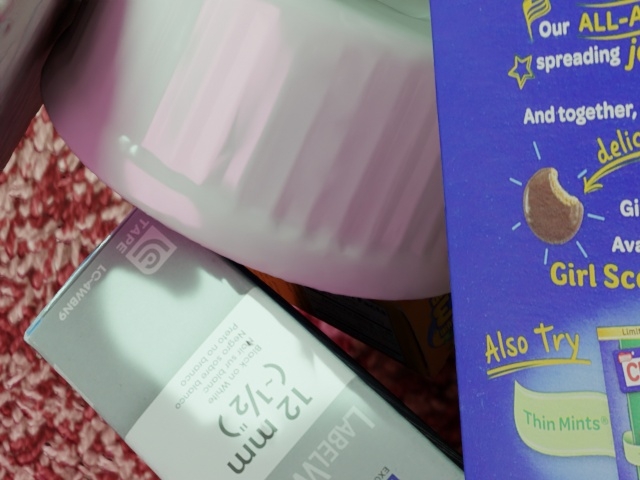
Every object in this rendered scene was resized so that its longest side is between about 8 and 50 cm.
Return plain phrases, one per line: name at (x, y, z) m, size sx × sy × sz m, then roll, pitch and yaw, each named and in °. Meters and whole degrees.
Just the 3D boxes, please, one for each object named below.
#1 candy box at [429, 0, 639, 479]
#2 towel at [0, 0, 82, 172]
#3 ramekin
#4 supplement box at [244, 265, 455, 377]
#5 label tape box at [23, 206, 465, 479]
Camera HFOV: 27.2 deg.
candy box at (0.176, -0.021, 0.450) m, size 0.268 × 0.122 × 0.317 m, roll 1°, pitch 98°, yaw 47°
towel at (-0.144, -0.182, 0.774) m, size 0.053 × 0.332 × 0.317 m, roll 29°, pitch 167°, yaw -9°
ramekin at (-0.003, -0.102, 0.736) m, size 0.277 × 0.277 × 0.135 m, roll 42°, pitch 120°, yaw 28°
supplement box at (0.000, 0.000, 0.875) m, size 0.233 × 0.078 × 0.080 m, roll 27°, pitch 152°, yaw 35°
label tape box at (0.031, 0.150, 0.721) m, size 0.115 × 0.249 × 0.347 m, roll -47°, pitch 60°, yaw -1°
